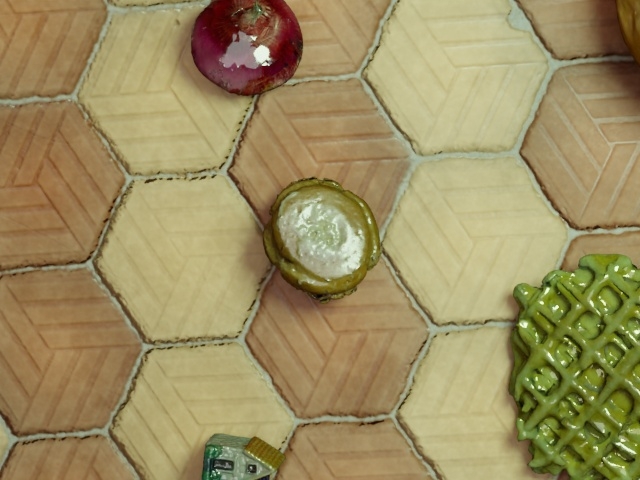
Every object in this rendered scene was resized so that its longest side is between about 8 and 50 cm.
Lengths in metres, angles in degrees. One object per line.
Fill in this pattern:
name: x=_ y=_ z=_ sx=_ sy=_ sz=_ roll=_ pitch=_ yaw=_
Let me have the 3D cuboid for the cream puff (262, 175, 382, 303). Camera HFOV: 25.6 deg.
cream puff: x=0.000 y=0.000 z=1.832 sx=0.150 sy=0.115 sz=0.165 roll=-8 pitch=81 yaw=-3

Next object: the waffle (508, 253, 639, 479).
waffle: x=0.375 y=0.174 z=1.787 sx=0.297 sy=0.073 sz=0.317 roll=-1 pitch=95 yaw=28

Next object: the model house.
model house: x=-0.103 y=0.314 z=1.856 sx=0.100 sy=0.088 sz=0.101 roll=8 pitch=95 yaw=5

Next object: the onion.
onion: x=-0.091 y=-0.267 z=1.822 sx=0.150 sy=0.140 sz=0.150 roll=2 pitch=81 yaw=-10

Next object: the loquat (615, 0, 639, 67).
loquat: x=0.517 y=-0.305 z=1.702 sx=0.328 sy=0.328 sz=0.329 roll=0 pitch=91 yaw=4
